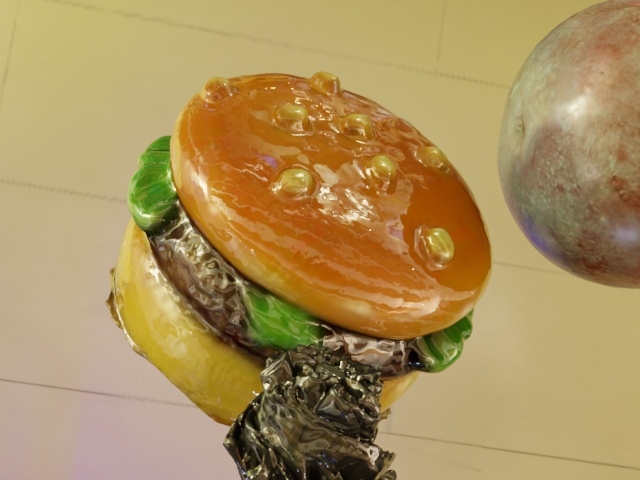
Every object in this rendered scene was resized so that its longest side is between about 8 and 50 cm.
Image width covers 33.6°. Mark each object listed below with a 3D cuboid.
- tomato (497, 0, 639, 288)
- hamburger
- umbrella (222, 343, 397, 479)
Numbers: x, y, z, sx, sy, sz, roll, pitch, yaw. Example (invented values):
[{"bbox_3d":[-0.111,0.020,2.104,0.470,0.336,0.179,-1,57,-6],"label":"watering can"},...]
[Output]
[{"bbox_3d":[0.345,-0.101,1.156,0.282,0.316,0.317,3,82,-12],"label":"tomato"},{"bbox_3d":[0.000,0.000,1.138,0.395,0.277,0.396,21,35,-16],"label":"hamburger"},{"bbox_3d":[-0.039,0.259,0.978,0.154,0.128,0.337,25,107,0],"label":"umbrella"}]
